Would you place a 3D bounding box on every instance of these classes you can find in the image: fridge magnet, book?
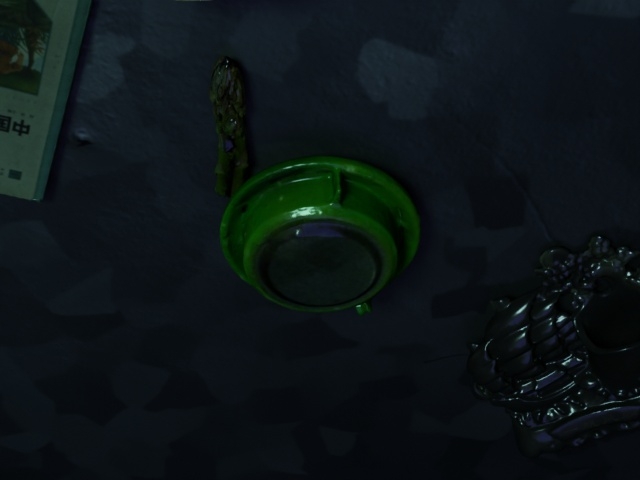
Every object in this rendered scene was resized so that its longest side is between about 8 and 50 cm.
[{"bbox_3d":[0.000,0.000,0.924,0.208,0.088,0.208,0,136,0],"label":"fridge magnet"},{"bbox_3d":[-0.328,-0.160,0.805,0.214,0.025,0.283,13,132,-15],"label":"book"}]

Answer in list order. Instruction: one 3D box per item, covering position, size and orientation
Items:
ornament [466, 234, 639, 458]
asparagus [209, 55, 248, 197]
[{"bbox_3d":[0.285,0.122,1.056,0.251,0.106,0.260,-25,125,21],"label":"ornament"},{"bbox_3d":[-0.087,-0.107,0.856,0.036,0.030,0.165,8,136,6],"label":"asparagus"}]
